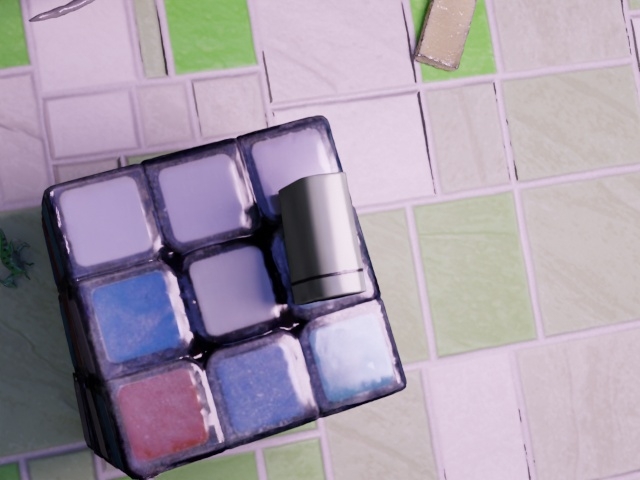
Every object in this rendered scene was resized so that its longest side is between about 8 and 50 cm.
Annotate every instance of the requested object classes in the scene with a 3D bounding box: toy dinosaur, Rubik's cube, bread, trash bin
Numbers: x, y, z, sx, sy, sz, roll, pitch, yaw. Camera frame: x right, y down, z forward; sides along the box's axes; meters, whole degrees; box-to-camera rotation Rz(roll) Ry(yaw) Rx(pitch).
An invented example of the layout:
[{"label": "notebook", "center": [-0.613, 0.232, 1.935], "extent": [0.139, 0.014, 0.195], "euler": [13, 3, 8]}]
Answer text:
[{"label": "toy dinosaur", "center": [-0.414, 0.023, 1.653], "extent": [0.083, 0.021, 0.062], "euler": [37, 91, -10]}, {"label": "Rubik's cube", "center": [-0.136, 0.070, 1.548], "extent": [0.362, 0.359, 0.363], "euler": [-12, 90, -14]}, {"label": "bread", "center": [0.186, -0.325, 1.823], "extent": [0.068, 0.028, 0.154], "euler": [17, 82, -13]}, {"label": "trash bin", "center": [0.000, 0.000, 1.355], "extent": [0.059, 0.116, 0.130], "euler": [-8, 85, -21]}]

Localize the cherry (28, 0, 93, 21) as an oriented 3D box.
[{"label": "cherry", "center": [-0.241, -0.469, 1.555], "extent": [0.291, 0.335, 0.326], "euler": [-9, 47, -15]}]
